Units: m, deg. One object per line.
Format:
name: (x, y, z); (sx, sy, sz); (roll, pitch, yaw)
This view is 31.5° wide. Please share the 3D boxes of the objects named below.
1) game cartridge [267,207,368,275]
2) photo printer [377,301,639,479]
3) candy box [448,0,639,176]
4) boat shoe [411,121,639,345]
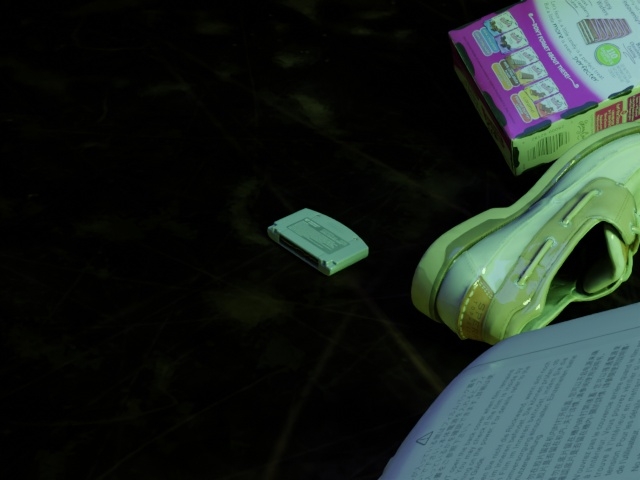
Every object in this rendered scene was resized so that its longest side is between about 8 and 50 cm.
game cartridge: (0.000, 0.000, 1.014); (0.056, 0.017, 0.083); (-28, 45, -34)
photo printer: (0.157, 0.136, 0.630); (0.307, 0.107, 0.256); (-21, 19, 42)
candy box: (0.269, -0.185, 1.161); (0.233, 0.071, 0.159); (-23, 58, 0)
boat shoe: (0.217, 0.001, 0.964); (0.302, 0.113, 0.103); (-33, 49, -28)
